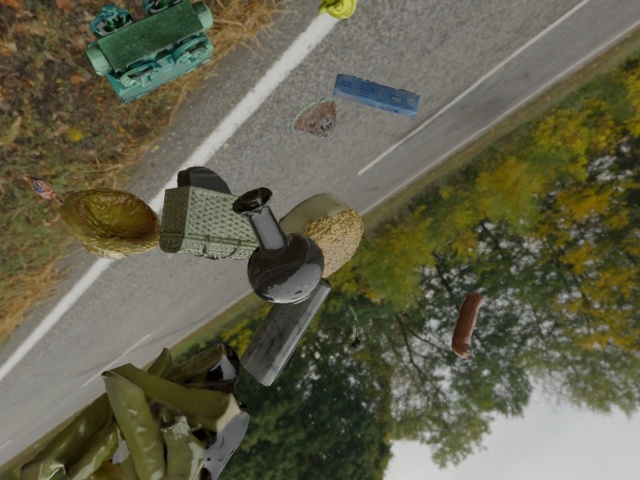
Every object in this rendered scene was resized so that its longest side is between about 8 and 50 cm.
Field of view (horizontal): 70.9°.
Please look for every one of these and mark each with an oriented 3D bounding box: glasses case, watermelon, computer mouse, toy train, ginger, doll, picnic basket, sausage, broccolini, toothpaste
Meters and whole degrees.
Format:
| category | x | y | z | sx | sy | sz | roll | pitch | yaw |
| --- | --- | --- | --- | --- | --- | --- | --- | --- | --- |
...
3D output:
| category | x | y | z | sx | sy | sz | roll | pitch | yaw |
| --- | --- | --- | --- | --- | --- | --- | --- | --- | --- |
| glasses case | -0.093 | 0.209 | 1.131 | 0.299 | 0.114 | 0.060 | -58 | 158 | 7 |
| watermelon | -0.008 | -0.414 | 1.588 | 0.187 | 0.139 | 0.071 | -32 | -174 | 6 |
| computer mouse | -0.347 | -0.111 | 1.418 | 0.087 | 0.295 | 0.168 | -39 | 167 | 26 |
| toy train | -0.271 | -0.313 | 0.727 | 0.203 | 0.112 | 0.163 | -31 | -164 | -15 |
| ginger | -0.350 | 0.366 | 0.860 | 0.413 | 0.358 | 0.211 | -40 | 132 | 1 |
| doll | 0.067 | -0.616 | 1.069 | 0.098 | 0.135 | 0.241 | 102 | 11 | -65 |
| picnic basket | -0.248 | -0.030 | 1.025 | 0.196 | 0.154 | 0.134 | 8 | 177 | -43 |
| sausage | 0.283 | 0.161 | 0.871 | 0.042 | 0.036 | 0.158 | -26 | -157 | 43 |
| broccolini | 0.139 | 0.348 | 1.809 | 0.052 | 0.194 | 0.054 | -7 | 180 | -38 |
| toothpaste | 0.175 | -0.456 | 1.418 | 0.272 | 0.066 | 0.053 | 12 | 174 | -8 |

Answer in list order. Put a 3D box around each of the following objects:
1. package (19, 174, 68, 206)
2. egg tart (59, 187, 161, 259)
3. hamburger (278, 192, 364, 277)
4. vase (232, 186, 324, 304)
| category | x | y | z | sx | sy | sz | roll | pitch | yaw |
| --- | --- | --- | --- | --- | --- | --- | --- | --- | --- |
| package | -0.638 | -0.114 | 1.037 | 0.077 | 0.033 | 0.110 | 6 | 152 | 2 |
| egg tart | -0.636 | -0.036 | 1.376 | 0.319 | 0.319 | 0.128 | -15 | 142 | -57 |
| hamburger | 0.000 | 0.000 | 1.301 | 0.276 | 0.179 | 0.294 | -47 | 161 | 13 |
| vase | -0.066 | 0.007 | 0.654 | 0.120 | 0.182 | 0.120 | -14 | -145 | 10 |
